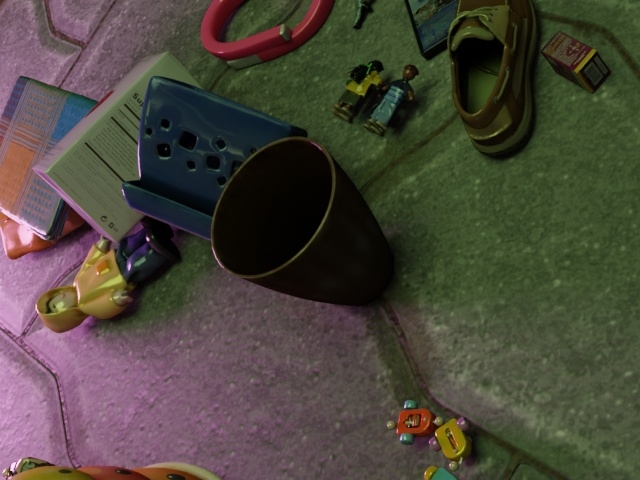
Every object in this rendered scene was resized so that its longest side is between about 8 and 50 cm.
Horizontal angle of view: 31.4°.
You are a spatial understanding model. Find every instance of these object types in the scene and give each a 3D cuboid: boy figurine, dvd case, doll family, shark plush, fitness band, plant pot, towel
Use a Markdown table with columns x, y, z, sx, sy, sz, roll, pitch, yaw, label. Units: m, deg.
| x | y | z | sx | sy | sz | roll | pitch | yaw | label |
| --- | --- | --- | --- | --- | --- | --- | --- | --- | --- |
| -0.384 | 0.061 | 2.026 | 0.285 | 0.092 | 0.177 | -34 | 47 | 15 | boy figurine |
| 0.217 | -0.430 | 1.865 | 0.180 | 0.022 | 0.253 | -31 | 48 | 24 | dvd case |
| 0.091 | -0.237 | 1.821 | 0.193 | 0.076 | 0.111 | 31 | 82 | 42 | doll family |
| 0.078 | -0.444 | 1.994 | 0.067 | 0.073 | 0.161 | -19 | 72 | 55 | shark plush |
| -0.101 | -0.430 | 2.115 | 0.290 | 0.054 | 0.209 | -11 | 58 | 34 | fitness band |
| 0.000 | 0.000 | 1.631 | 0.215 | 0.230 | 0.215 | -21 | 53 | 31 | plant pot |
| -0.545 | -0.167 | 2.200 | 0.370 | 0.040 | 0.272 | 23 | 89 | 48 | towel |
| -0.171 | -0.120 | 1.803 | 0.235 | 0.236 | 0.212 | 21 | 95 | 3 | plant pot |

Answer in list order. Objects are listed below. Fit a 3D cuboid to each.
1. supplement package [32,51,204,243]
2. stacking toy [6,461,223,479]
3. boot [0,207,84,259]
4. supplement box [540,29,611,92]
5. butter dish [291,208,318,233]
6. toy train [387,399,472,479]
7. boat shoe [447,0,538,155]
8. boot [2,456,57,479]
| x | y | z | sx | sy | sz | roll | pitch | yaw | label |
| --- | --- | --- | --- | --- | --- | --- | --- | --- | --- |
| -0.327 | -0.165 | 1.981 | 0.293 | 0.175 | 0.177 | -47 | 19 | -11 | supplement package |
| -0.329 | 0.402 | 1.469 | 0.350 | 0.480 | 0.351 | -14 | 58 | 24 | stacking toy |
| -0.553 | -0.118 | 2.272 | 0.211 | 0.104 | 0.295 | -19 | 58 | 31 | boot |
| 0.360 | -0.253 | 1.608 | 0.043 | 0.055 | 0.083 | -49 | 44 | 3 | supplement box |
| -0.014 | -0.060 | 1.769 | 0.118 | 0.160 | 0.160 | 28 | 88 | 3 | butter dish |
| 0.144 | 0.286 | 1.469 | 0.125 | 0.046 | 0.166 | -17 | 51 | 34 | toy train |
| 0.246 | -0.285 | 1.666 | 0.122 | 0.120 | 0.324 | -18 | 58 | 28 | boat shoe |
| -0.467 | 0.458 | 1.681 | 0.138 | 0.377 | 0.284 | 6 | 59 | 14 | boot |
